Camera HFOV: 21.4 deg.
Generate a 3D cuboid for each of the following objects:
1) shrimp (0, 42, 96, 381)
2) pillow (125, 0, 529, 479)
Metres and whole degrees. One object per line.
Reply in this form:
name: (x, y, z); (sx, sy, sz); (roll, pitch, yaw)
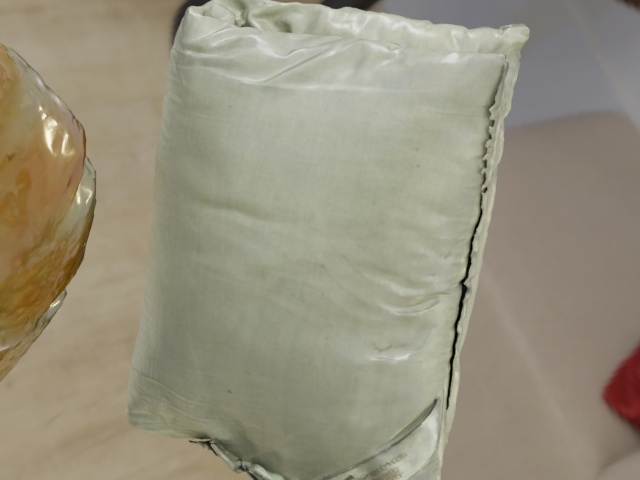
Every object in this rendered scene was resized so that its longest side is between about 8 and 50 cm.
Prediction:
shrimp: (-0.122, 0.044, 0.336); (0.115, 0.217, 0.051); (20, 28, -47)
pillow: (0.000, 0.000, 0.624); (0.134, 0.181, 0.078); (14, 13, 16)
